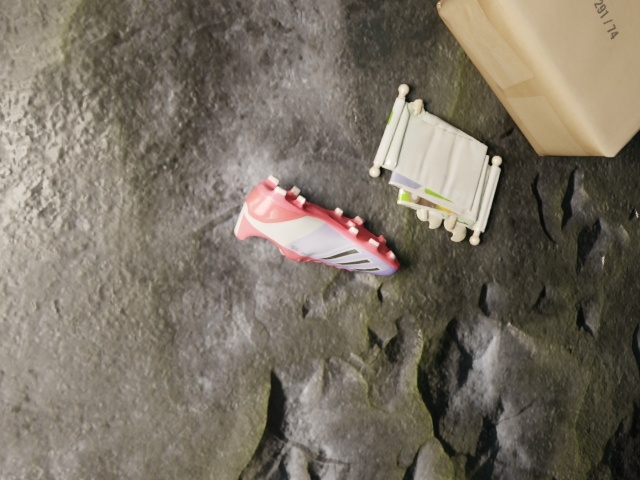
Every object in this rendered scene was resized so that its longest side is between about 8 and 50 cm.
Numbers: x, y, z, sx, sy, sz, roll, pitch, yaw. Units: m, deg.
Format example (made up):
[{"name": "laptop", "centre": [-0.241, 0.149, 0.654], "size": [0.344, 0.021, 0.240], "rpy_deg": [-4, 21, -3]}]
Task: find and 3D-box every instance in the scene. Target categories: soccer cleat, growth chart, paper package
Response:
[{"name": "soccer cleat", "centre": [0.000, 0.000, 0.939], "size": [0.248, 0.083, 0.095], "rpy_deg": [27, 109, -28]}, {"name": "growth chart", "centre": [0.182, -0.106, 1.043], "size": [0.237, 0.021, 0.172], "rpy_deg": [29, 80, -23]}, {"name": "paper package", "centre": [0.399, -0.336, 1.041], "size": [0.309, 0.168, 0.325], "rpy_deg": [-44, 108, -9]}]
